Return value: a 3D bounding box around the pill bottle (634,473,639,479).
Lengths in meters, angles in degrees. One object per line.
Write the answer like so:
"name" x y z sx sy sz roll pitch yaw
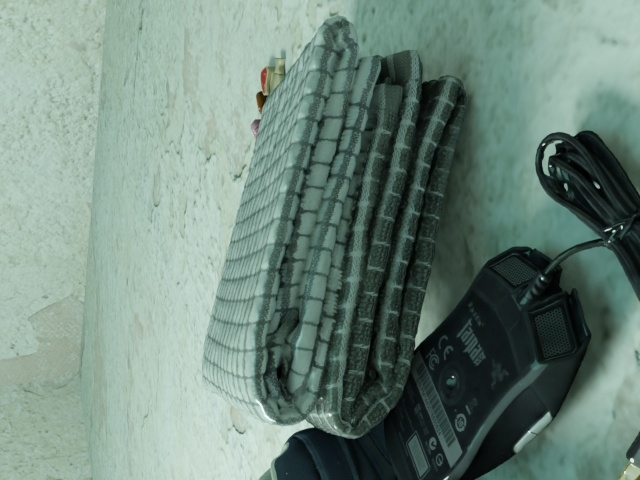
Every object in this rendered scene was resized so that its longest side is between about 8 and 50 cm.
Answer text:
"pill bottle" 0.177 0.109 0.259 0.208 0.117 0.118 113 145 -44

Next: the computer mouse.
"computer mouse" 0.134 0.086 0.435 0.262 0.060 0.184 -64 31 28

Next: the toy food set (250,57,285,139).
"toy food set" -0.065 -0.154 0.904 0.078 0.019 0.122 -163 73 -65

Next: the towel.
"towel" 0.000 0.000 0.598 0.235 0.121 0.284 162 122 -73

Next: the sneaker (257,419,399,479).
"sneaker" 0.035 0.238 0.541 0.086 0.163 0.226 -60 41 48
